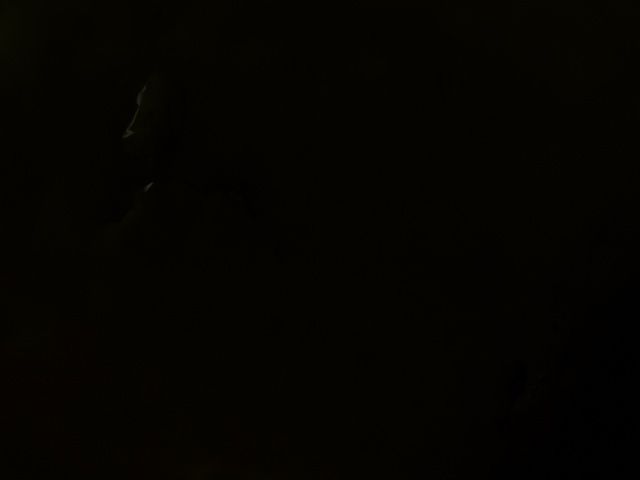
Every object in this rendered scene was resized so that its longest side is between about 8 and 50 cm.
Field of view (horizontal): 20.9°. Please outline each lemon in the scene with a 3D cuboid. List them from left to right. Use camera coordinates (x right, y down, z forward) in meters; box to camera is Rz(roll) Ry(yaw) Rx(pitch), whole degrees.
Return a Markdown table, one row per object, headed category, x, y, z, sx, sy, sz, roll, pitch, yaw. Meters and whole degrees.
| category | x | y | z | sx | sy | sz | roll | pitch | yaw |
| --- | --- | --- | --- | --- | --- | --- | --- | --- | --- |
| lemon | -0.049 | -0.046 | 0.471 | 0.336 | 0.336 | 0.336 | -55 | 3 | 4 |
